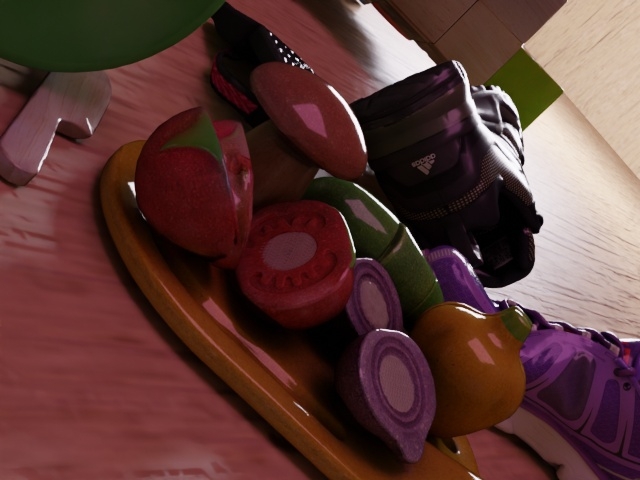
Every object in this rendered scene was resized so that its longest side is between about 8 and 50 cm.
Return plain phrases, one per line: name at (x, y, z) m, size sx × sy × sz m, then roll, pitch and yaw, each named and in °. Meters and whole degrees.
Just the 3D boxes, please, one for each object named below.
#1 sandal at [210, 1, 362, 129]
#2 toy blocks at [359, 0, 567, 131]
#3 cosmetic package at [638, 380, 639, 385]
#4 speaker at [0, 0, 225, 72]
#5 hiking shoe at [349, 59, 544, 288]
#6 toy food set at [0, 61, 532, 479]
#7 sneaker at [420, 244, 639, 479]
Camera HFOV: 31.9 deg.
sandal at (-0.027, -0.075, 0.544) m, size 0.067 × 0.040 × 0.179 m, roll 45°, pitch 3°, yaw -25°
toy blocks at (0.046, -0.268, 0.935) m, size 0.381 × 0.191 × 0.261 m, roll 44°, pitch 7°, yaw -9°
cosmetic package at (0.375, 0.178, 0.723) m, size 0.385 × 0.156 × 0.217 m, roll 30°, pitch 26°, yaw -45°
speaker at (-0.124, -0.196, 0.423) m, size 0.131 × 0.131 × 0.296 m, roll 26°, pitch 27°, yaw -49°
hiking shoe at (0.076, -0.025, 0.625) m, size 0.227 × 0.086 × 0.114 m, roll -1°, pitch 72°, yaw -71°
toy food set at (0.000, 0.000, 0.377) m, size 0.218 × 0.071 × 0.128 m, roll 44°, pitch 18°, yaw -10°
sneaker at (0.108, 0.055, 0.508) m, size 0.170 × 0.071 × 0.068 m, roll 41°, pitch 19°, yaw -16°
